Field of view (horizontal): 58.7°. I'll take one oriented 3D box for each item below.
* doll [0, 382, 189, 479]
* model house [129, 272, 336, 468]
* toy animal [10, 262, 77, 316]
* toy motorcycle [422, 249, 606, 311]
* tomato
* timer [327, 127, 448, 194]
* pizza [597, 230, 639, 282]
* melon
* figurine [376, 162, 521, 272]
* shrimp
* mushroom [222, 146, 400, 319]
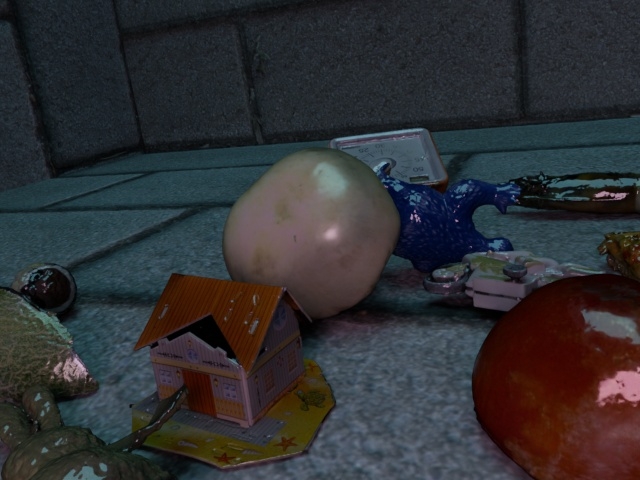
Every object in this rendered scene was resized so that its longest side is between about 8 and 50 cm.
[{"bbox_3d":[-0.238,0.194,0.490,0.286,0.091,0.203,-1,7,27],"label":"doll"},{"bbox_3d":[-0.090,0.111,0.597,0.219,0.135,0.207,3,17,31],"label":"model house"},{"bbox_3d":[-0.437,0.082,0.941,0.098,0.098,0.137,0,-4,22],"label":"toy animal"},{"bbox_3d":[0.260,0.053,0.764,0.229,0.074,0.151,2,15,38],"label":"toy motorcycle"},{"bbox_3d":[0.247,0.102,0.478,0.233,0.139,0.200,-3,23,12],"label":"tomato"},{"bbox_3d":[0.155,-0.151,1.358,0.258,0.161,0.250,-6,24,2],"label":"timer"},{"bbox_3d":[0.473,0.032,0.746,0.288,0.074,0.251,-15,15,-30],"label":"pizza"},{"bbox_3d":[-0.369,0.155,0.703,0.202,0.093,0.139,33,63,23],"label":"melon"},{"bbox_3d":[0.178,-0.015,0.878,0.262,0.164,0.121,13,28,17],"label":"figurine"},{"bbox_3d":[0.575,-0.111,1.171,0.445,0.085,0.272,-1,12,12],"label":"shrimp"},{"bbox_3d":[0.000,0.000,0.823,0.260,0.253,0.234,11,-13,37],"label":"mushroom"}]
